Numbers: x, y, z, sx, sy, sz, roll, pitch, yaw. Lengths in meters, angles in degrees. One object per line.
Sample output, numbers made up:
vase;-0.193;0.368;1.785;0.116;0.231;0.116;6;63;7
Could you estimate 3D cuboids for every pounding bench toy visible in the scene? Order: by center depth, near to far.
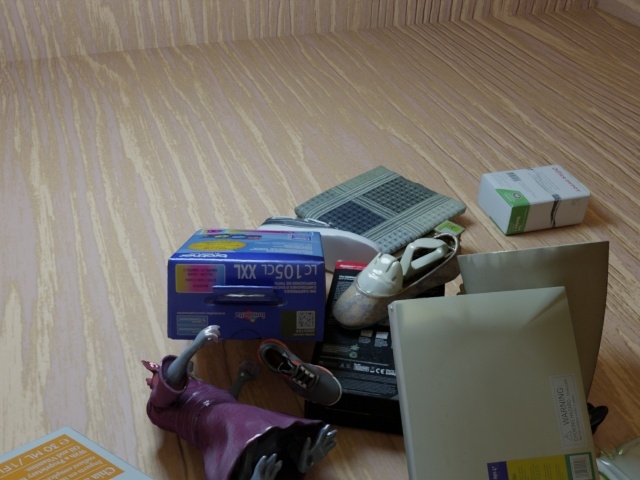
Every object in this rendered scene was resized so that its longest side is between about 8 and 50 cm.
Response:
pounding bench toy;0.283;0.005;1.636;0.052;0.065;0.083;29;43;32

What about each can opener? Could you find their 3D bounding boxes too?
can opener;0.395;0.321;1.200;0.186;0.073;0.059;-21;48;-15

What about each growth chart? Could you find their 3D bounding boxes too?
growth chart;0.574;0.374;1.163;0.237;0.021;0.172;-12;38;-19

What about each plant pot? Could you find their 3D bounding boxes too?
plant pot;0.380;0.148;1.241;0.256;0.274;0.256;-6;-1;0

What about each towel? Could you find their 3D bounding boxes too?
towel;0.149;-0.064;1.756;0.324;0.056;0.312;-28;42;-33

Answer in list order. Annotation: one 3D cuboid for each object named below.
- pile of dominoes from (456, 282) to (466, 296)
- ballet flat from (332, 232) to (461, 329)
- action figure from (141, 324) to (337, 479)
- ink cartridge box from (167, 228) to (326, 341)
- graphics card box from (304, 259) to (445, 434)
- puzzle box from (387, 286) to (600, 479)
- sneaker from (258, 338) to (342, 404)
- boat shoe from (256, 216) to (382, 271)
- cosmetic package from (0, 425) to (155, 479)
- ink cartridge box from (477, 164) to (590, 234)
pile of dominoes;0.351;0.162;1.427;0.195;0.040;0.251;30;37;5
ballet flat;0.149;0.060;1.354;0.315;0.106;0.107;-25;44;-34
action figure;-0.168;0.297;1.139;0.370;0.248;0.276;15;71;36
ink cartridge box;-0.126;0.079;1.311;0.269;0.151;0.395;1;11;-2
graphics card box;0.113;0.189;1.342;0.232;0.094;0.371;7;34;6
puzzle box;0.254;0.280;1.036;0.271;0.052;0.409;-3;77;-9
sneaker;-0.038;0.218;1.154;0.157;0.061;0.065;31;-2;4
boat shoe;0.000;0.000;1.605;0.301;0.108;0.102;7;36;19
cosmetic package;-0.253;0.419;0.861;0.453;0.162;0.230;20;17;27
ink cartridge box;0.529;-0.105;1.782;0.219;0.093;0.160;-7;36;-14
